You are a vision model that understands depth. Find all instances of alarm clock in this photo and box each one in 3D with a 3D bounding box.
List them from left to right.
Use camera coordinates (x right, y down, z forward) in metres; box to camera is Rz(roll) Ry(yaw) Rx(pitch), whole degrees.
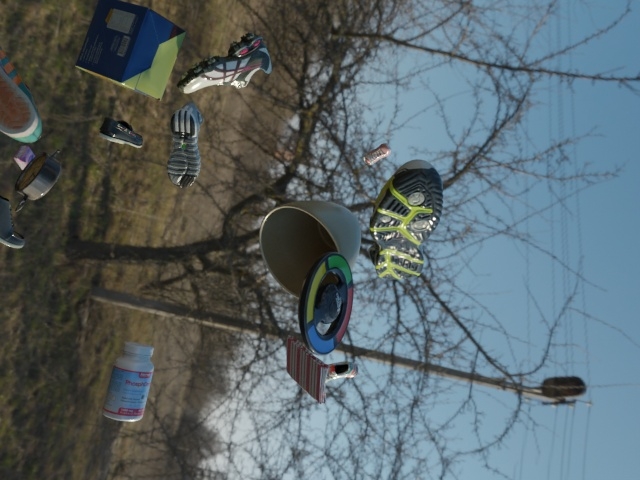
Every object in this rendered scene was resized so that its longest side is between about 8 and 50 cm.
[{"bbox_3d":[-0.766,-0.155,1.491,0.129,0.064,0.192,-5,-126,38],"label":"alarm clock"}]

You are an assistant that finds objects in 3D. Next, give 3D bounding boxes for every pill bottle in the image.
[{"bbox_3d":[-0.421,0.311,1.230,0.087,0.087,0.160,155,-53,-79],"label":"pill bottle"}]

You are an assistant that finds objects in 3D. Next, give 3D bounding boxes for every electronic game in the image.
[{"bbox_3d":[0.017,0.139,1.220,0.229,0.048,0.229,-16,108,-60],"label":"electronic game"}]

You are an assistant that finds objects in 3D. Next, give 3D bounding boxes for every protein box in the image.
[{"bbox_3d":[-0.500,-0.504,1.458,0.136,0.201,0.199,14,100,-60],"label":"protein box"}]

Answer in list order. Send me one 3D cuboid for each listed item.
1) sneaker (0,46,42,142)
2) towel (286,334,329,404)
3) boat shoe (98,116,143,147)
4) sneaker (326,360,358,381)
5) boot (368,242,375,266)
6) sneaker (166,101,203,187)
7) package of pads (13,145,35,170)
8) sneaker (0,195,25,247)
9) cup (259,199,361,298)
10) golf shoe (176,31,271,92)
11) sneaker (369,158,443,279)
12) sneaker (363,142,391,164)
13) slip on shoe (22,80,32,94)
[{"bbox_3d":[-0.665,-0.326,1.116,0.302,0.108,0.121,60,-16,0],"label":"sneaker"},{"bbox_3d":[-0.044,0.397,1.713,0.197,0.029,0.144,31,-54,45],"label":"towel"},{"bbox_3d":[-0.376,-0.207,1.067,0.133,0.049,0.042,-12,126,-81],"label":"boat shoe"},{"bbox_3d":[0.031,0.398,1.697,0.075,0.161,0.057,53,28,-58],"label":"sneaker"},{"bbox_3d":[0.191,-0.019,1.580,0.208,0.189,0.076,-40,175,-37],"label":"boot"},{"bbox_3d":[-0.346,-0.260,1.467,0.132,0.086,0.228,-84,-172,-52],"label":"sneaker"},{"bbox_3d":[-0.823,-0.220,1.558,0.083,0.032,0.050,84,13,-52],"label":"package of pads"},{"bbox_3d":[-0.950,-0.059,1.673,0.118,0.083,0.222,-56,161,-10],"label":"sneaker"},{"bbox_3d":[0.000,0.000,1.805,0.237,0.331,0.331,-34,155,-45],"label":"cup"},{"bbox_3d":[-0.263,-0.462,1.534,0.120,0.273,0.105,62,-2,-33],"label":"golf shoe"},{"bbox_3d":[0.169,-0.057,1.197,0.384,0.145,0.147,94,-4,-59],"label":"sneaker"},{"bbox_3d":[0.211,-0.321,2.091,0.070,0.051,0.134,-41,-168,-23],"label":"sneaker"},{"bbox_3d":[-0.781,-0.359,1.250,0.331,0.101,0.123,-14,96,-83],"label":"slip on shoe"}]
